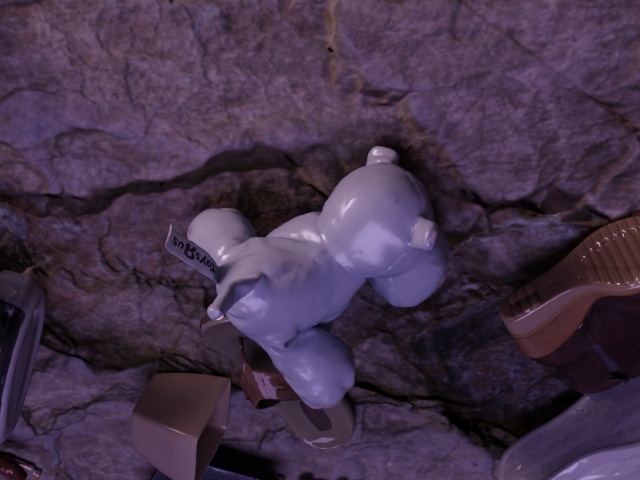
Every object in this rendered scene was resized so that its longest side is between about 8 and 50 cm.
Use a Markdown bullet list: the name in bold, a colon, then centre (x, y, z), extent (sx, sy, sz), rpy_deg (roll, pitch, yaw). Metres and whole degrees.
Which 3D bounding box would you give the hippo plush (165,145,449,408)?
- **hippo plush**: centre (0.000, 0.000, 1.472), extent (0.237, 0.234, 0.294), rpy_deg (-38, 140, 2)

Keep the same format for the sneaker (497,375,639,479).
- **sneaker**: centre (0.375, 0.246, 1.694), extent (0.292, 0.108, 0.169), rpy_deg (-33, 135, 30)

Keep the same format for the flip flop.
- **flip flop**: centre (-0.045, 0.175, 1.698), extent (0.112, 0.080, 0.277), rpy_deg (-15, 130, 23)

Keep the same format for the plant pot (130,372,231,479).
- **plant pot**: centre (-0.178, 0.227, 1.761), extent (0.096, 0.109, 0.109), rpy_deg (18, 136, 10)

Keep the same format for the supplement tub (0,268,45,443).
- **supplement tub**: centre (-0.501, 0.105, 1.621), extent (0.338, 0.207, 0.207), rpy_deg (14, 135, -3)

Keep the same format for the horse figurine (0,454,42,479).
- **horse figurine**: centre (-0.500, 0.335, 1.948), extent (0.174, 0.066, 0.263), rpy_deg (30, 134, -27)

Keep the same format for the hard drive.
- **hard drive**: centre (-0.164, 0.369, 1.918), extent (0.172, 0.054, 0.254), rpy_deg (17, 131, -10)

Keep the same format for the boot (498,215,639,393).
- **boot**: centre (0.338, 0.075, 1.553), extent (0.248, 0.090, 0.207), rpy_deg (-27, 139, 25)

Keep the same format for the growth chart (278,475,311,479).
- **growth chart**: centre (0.051, 0.382, 1.926), extent (0.237, 0.021, 0.172), rpy_deg (7, 134, 3)
